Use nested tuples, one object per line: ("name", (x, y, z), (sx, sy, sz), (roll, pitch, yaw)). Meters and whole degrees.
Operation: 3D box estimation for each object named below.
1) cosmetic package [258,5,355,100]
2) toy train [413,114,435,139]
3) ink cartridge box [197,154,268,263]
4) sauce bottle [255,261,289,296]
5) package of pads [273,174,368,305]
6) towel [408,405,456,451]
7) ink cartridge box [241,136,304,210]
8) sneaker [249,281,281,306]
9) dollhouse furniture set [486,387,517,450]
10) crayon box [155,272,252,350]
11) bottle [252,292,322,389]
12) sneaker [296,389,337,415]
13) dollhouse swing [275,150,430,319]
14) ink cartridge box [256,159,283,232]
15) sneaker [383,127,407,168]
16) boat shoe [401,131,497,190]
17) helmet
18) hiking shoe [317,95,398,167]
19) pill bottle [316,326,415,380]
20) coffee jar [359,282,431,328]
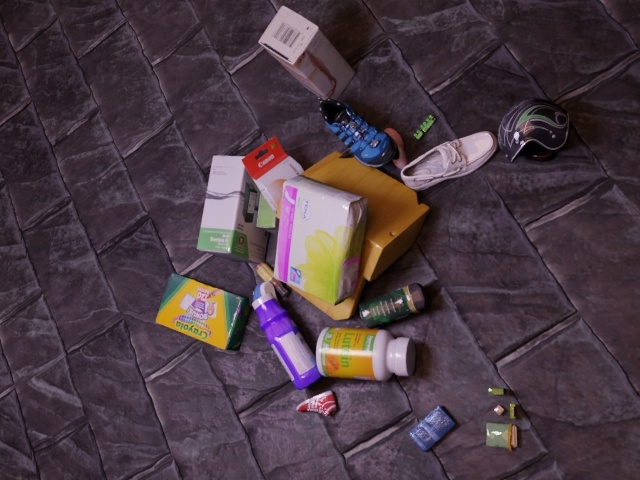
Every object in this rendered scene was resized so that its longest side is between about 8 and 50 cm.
("cosmetic package", (-0.033, -0.535, 1.858), (0.153, 0.296, 0.129), (38, 96, 26))
("toy train", (0.301, -0.325, 1.824), (0.023, 0.017, 0.083), (41, 97, 15))
("ink cartridge box", (-0.245, -0.090, 1.901), (0.121, 0.211, 0.289), (4, 81, 25))
("sauce bottle", (-0.144, 0.120, 1.908), (0.042, 0.042, 0.128), (-47, 65, 8))
("package of pads", (0.000, 0.000, 1.653), (0.229, 0.101, 0.297), (21, 116, 33))
("towel", (0.293, 0.491, 1.650), (0.119, 0.029, 0.067), (-45, 67, 9))
("ink cartridge box", (-0.124, -0.197, 1.838), (0.145, 0.179, 0.045), (-40, 19, -29))
("sneaker", (-0.166, 0.201, 1.896), (0.084, 0.058, 0.152), (-13, 96, 46))
("dollhouse furniture set", (0.448, 0.445, 1.576), (0.076, 0.058, 0.152), (-3, 78, 23))
("crayon box", (-0.359, 0.219, 1.957), (0.278, 0.081, 0.165), (16, 85, 25))
("bottle", (-0.095, 0.283, 1.789), (0.092, 0.118, 0.283), (-32, 78, -2))
("sneaker", (-0.009, 0.473, 1.776), (0.118, 0.042, 0.067), (-28, 66, 14))
("dollhouse swing", (0.075, -0.006, 1.831), (0.347, 0.305, 0.315), (34, 52, 26))
("ink cartridge box", (-0.131, -0.131, 1.918), (0.062, 0.109, 0.209), (2, 80, 23))
("sneaker", (0.210, -0.276, 1.824), (0.051, 0.070, 0.134), (-25, 69, 19))
("boat shoe", (0.351, -0.221, 1.736), (0.277, 0.096, 0.098), (-27, 69, 16))
("helmet", (0.543, -0.282, 1.632), (0.161, 0.169, 0.169), (10, 83, 9))
("hiking shoe", (0.095, -0.307, 1.806), (0.113, 0.132, 0.304), (-53, 47, 6))
("pill bottle", (0.124, 0.306, 1.701), (0.245, 0.136, 0.136), (-1, 79, 23))
("coffee jar", (0.204, 0.176, 1.716), (0.184, 0.096, 0.079), (-23, 74, 18))
